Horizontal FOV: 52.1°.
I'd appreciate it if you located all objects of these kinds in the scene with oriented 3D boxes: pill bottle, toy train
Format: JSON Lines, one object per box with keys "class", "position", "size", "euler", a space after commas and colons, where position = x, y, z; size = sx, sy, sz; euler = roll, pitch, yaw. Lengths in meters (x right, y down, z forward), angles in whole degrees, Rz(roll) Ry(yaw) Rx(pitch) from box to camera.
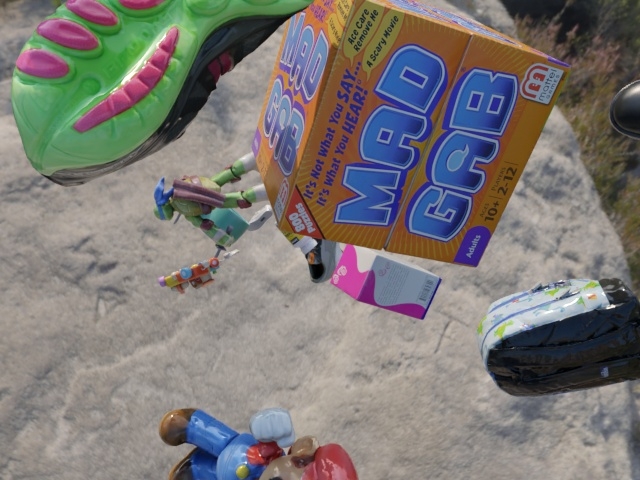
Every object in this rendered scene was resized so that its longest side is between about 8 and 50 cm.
{"class": "pill bottle", "position": [-0.063, -0.021, 1.748], "size": [0.065, 0.065, 0.116], "euler": [-43, 95, -25]}
{"class": "toy train", "position": [-0.211, 0.062, 1.163], "size": [0.125, 0.166, 0.046], "euler": [-19, 91, 26]}

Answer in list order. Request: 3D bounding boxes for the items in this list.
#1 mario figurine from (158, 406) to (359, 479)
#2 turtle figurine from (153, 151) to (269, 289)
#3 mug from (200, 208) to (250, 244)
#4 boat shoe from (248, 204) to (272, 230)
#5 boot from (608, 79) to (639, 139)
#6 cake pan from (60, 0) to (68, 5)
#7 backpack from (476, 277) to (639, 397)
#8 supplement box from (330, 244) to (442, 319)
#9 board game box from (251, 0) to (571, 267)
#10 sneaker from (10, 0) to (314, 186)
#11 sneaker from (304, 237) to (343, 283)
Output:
{"class": "mario figurine", "position": [-0.095, 0.314, 0.851], "size": [0.321, 0.198, 0.170], "euler": [2, 52, 37]}
{"class": "turtle figurine", "position": [-0.244, -0.083, 1.547], "size": [0.266, 0.274, 0.198], "euler": [-23, 37, -5]}
{"class": "mug", "position": [-0.283, -0.056, 1.802], "size": [0.158, 0.129, 0.097], "euler": [41, 89, 1]}
{"class": "boat shoe", "position": [-0.175, -0.066, 1.876], "size": [0.035, 0.100, 0.035], "euler": [29, 33, -33]}
{"class": "boot", "position": [0.739, -0.283, 1.189], "size": [0.367, 0.445, 0.146], "euler": [3, 90, 20]}
{"class": "cake pan", "position": [-0.258, -0.378, 0.987], "size": [0.293, 0.293, 0.054], "euler": [-4, 101, -11]}
{"class": "backpack", "position": [0.558, 0.239, 1.566], "size": [0.356, 0.290, 0.273], "euler": [-26, 32, 4]}
{"class": "supplement box", "position": [0.149, 0.091, 1.481], "size": [0.220, 0.114, 0.111], "euler": [20, 96, -39]}
{"class": "board game box", "position": [0.117, -0.218, 1.121], "size": [0.356, 0.356, 0.356], "euler": [10, 25, -19]}
{"class": "sneaker", "position": [-0.174, -0.240, 0.765], "size": [0.185, 0.202, 0.483], "euler": [46, 54, -8]}
{"class": "sneaker", "position": [0.000, 0.000, 1.843], "size": [0.100, 0.271, 0.108], "euler": [12, 32, 38]}
